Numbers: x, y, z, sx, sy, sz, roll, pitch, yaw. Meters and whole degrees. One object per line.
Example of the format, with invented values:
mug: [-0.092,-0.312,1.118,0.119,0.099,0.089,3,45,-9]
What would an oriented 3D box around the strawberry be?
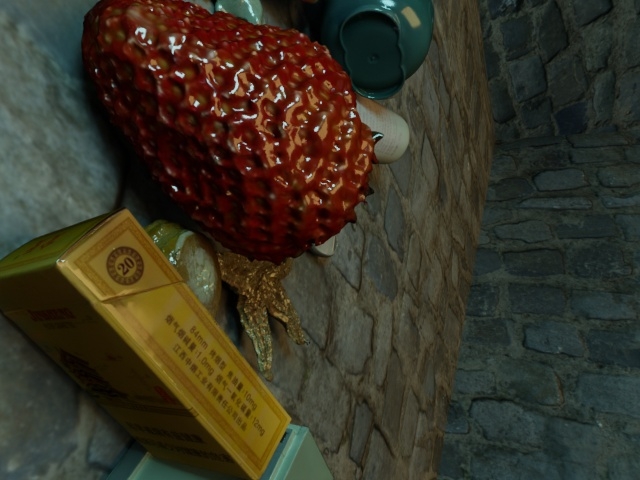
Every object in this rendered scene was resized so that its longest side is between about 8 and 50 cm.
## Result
strawberry: [-0.109,-0.150,0.555,0.351,0.267,0.312,31,26,-26]

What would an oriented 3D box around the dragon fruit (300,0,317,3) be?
dragon fruit: [-0.033,-0.478,0.735,0.172,0.160,0.167,-50,156,-48]

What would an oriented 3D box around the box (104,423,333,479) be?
box: [-0.140,0.312,0.511,0.225,0.224,0.118,-57,138,-45]

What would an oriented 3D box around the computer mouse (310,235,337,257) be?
computer mouse: [-0.002,0.000,0.932,0.096,0.039,0.066,23,71,-51]

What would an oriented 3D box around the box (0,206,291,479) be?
box: [-0.171,0.111,0.441,0.274,0.174,0.076,60,40,-25]

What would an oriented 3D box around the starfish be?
starfish: [-0.089,0.068,0.757,0.299,0.060,0.303,-26,109,-64]

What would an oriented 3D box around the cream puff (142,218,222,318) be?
cream puff: [-0.182,0.047,0.545,0.126,0.103,0.144,-47,133,-67]

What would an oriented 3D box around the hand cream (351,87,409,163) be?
hand cream: [0.059,-0.249,0.972,0.358,0.118,0.186,5,88,-50]

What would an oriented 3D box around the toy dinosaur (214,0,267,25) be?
toy dinosaur: [-0.114,-0.351,0.689,0.242,0.053,0.168,33,56,-48]

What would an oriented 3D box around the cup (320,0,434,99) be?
cup: [0.117,-0.423,0.913,0.290,0.219,0.258,65,29,-57]
